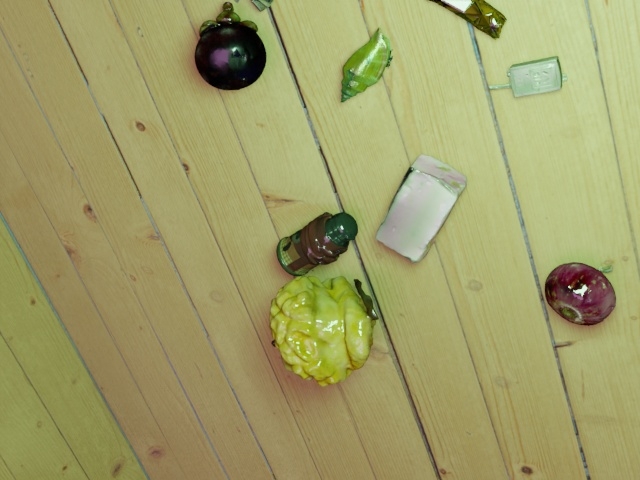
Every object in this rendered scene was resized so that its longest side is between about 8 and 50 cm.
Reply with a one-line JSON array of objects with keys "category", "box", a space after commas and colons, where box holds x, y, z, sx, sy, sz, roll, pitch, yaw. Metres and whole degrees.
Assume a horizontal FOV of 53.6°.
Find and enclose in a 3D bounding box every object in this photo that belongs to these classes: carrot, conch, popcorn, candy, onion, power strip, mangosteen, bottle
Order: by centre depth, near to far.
[{"category": "carrot", "box": [0.329, -0.547, 1.462, 0.228, 0.069, 0.069, 35, 127, 5]}, {"category": "power strip", "box": [0.483, -0.379, 1.487, 0.175, 0.042, 0.075, -6, 115, 29]}, {"category": "onion", "box": [0.664, 0.135, 1.623, 0.177, 0.153, 0.177, 15, 134, 16]}, {"category": "conch", "box": [0.111, -0.440, 1.627, 0.095, 0.079, 0.201, 38, 120, -21]}, {"category": "mangosteen", "box": [-0.245, -0.520, 1.703, 0.194, 0.194, 0.230, -14, 83, 32]}, {"category": "candy", "box": [0.269, -0.083, 1.715, 0.155, 0.116, 0.265, 29, 126, 8]}, {"category": "bottle", "box": [0.000, 0.000, 1.889, 0.271, 0.143, 0.156, -30, 62, 38]}, {"category": "popcorn", "box": [0.027, 0.250, 1.902, 0.381, 0.349, 0.349, -29, 101, 39]}]

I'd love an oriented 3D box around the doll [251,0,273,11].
[{"category": "doll", "box": [-0.204, -0.694, 1.624, 0.105, 0.115, 0.221, -11, 118, 20]}]
